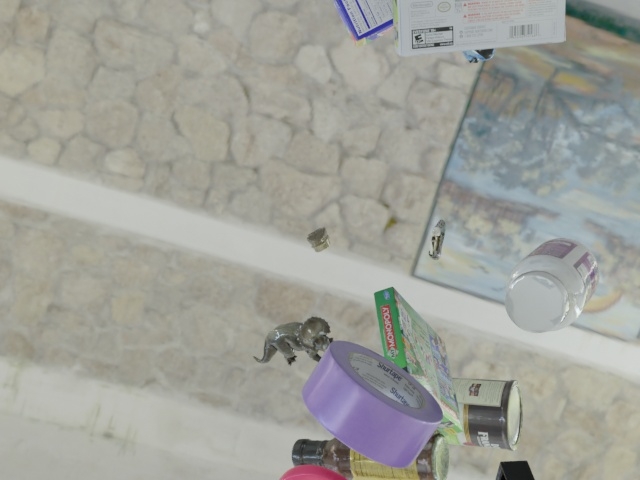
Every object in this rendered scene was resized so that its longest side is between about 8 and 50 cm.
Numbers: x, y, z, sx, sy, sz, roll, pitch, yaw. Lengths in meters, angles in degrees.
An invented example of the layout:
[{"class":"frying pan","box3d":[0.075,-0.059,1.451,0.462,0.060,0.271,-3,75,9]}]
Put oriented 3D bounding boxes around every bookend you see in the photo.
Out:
[{"class":"bookend","box3d":[0.481,0.651,2.045,0.072,0.157,0.156,-1,-145,-7]}]

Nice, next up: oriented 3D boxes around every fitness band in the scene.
[{"class":"fitness band","box3d":[0.030,0.569,1.666,0.291,0.209,0.054,45,-143,-2]}]

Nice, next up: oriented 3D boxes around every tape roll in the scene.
[{"class":"tape roll","box3d":[0.073,0.226,1.175,0.189,0.080,0.189,31,-170,-6]}]

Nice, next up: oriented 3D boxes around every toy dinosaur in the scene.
[{"class":"toy dinosaur","box3d":[-0.064,0.266,2.241,0.313,0.121,0.160,-4,138,38]}]

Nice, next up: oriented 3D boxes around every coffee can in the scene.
[{"class":"coffee can","box3d":[0.439,0.505,2.465,0.275,0.202,0.201,-1,-179,26]}]

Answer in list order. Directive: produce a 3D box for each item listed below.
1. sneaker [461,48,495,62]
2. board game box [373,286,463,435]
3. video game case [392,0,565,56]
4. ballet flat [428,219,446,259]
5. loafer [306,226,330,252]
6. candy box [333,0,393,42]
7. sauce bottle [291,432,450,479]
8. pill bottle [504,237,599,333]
[{"class":"sneaker","box3d":[0.307,-0.379,1.625,0.063,0.073,0.162,-23,-151,5]},{"class":"board game box","box3d":[0.202,0.252,1.698,0.046,0.214,0.317,-19,146,19]},{"class":"video game case","box3d":[0.244,-0.422,1.292,0.269,0.244,0.061,-6,-158,-5]},{"class":"ballet flat","box3d":[0.320,-0.003,2.308,0.041,0.114,0.041,9,179,0]},{"class":"loafer","box3d":[0.000,0.000,2.028,0.050,0.056,0.148,57,-177,-5]},{"class":"candy box","box3d":[0.190,-0.536,1.775,0.317,0.122,0.268,-25,-171,8]},{"class":"sauce bottle","box3d":[0.101,0.459,1.778,0.344,0.111,0.111,-6,177,31]},{"class":"pill bottle","box3d":[0.501,0.102,1.823,0.169,0.169,0.301,23,-160,22]}]
